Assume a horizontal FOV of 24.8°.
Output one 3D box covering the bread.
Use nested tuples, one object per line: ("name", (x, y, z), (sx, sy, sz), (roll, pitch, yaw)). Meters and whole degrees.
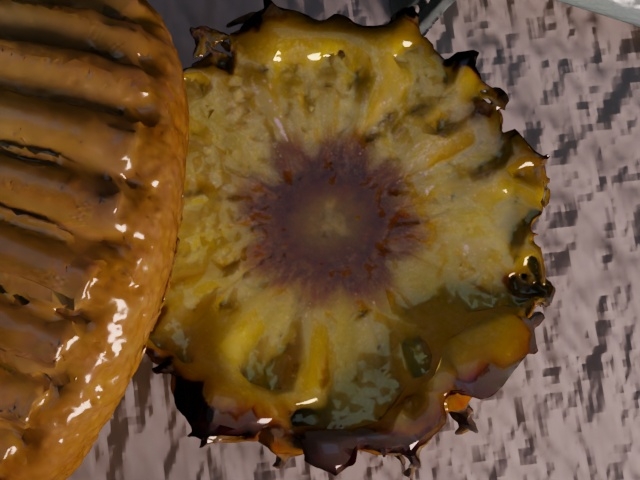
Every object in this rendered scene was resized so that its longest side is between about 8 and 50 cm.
("bread", (-0.148, -0.004, 0.551), (0.139, 0.240, 0.240), (19, 68, -41))

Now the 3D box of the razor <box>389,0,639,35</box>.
("razor", (0.157, -0.113, 0.693), (0.232, 0.106, 0.068), (15, 73, -12))

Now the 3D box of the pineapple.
("pineapple", (0.000, 0.000, 0.640), (0.224, 0.076, 0.225), (1, 76, -3))
